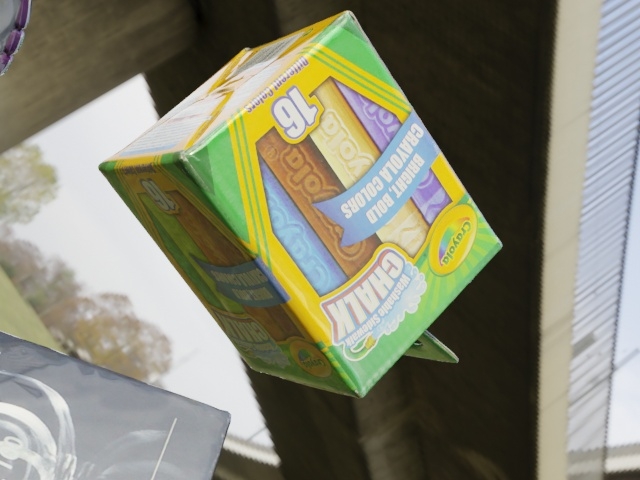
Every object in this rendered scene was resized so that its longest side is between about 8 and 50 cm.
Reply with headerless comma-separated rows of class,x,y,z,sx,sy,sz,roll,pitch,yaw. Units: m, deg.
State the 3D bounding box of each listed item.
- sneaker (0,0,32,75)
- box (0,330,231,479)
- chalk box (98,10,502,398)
sneaker,-0.245,-0.092,0.645,0.083,0.224,0.098,29,23,-15
box,-0.244,0.200,0.474,0.312,0.343,0.179,19,-49,-3
chalk box,0.000,0.000,0.852,0.289,0.179,0.180,55,-25,-18
